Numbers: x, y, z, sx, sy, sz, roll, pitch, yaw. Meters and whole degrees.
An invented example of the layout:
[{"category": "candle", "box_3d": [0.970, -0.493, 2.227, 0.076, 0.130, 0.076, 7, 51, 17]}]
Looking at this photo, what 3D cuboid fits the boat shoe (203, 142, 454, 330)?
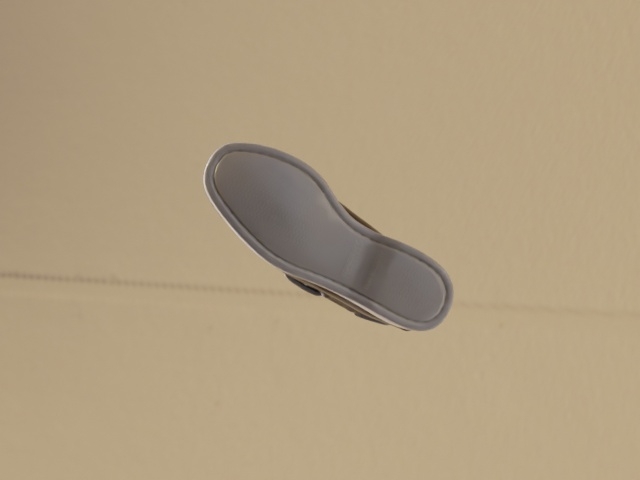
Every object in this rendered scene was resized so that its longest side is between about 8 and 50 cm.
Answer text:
[{"category": "boat shoe", "box_3d": [0.000, 0.000, 0.715, 0.125, 0.038, 0.046, 29, -103, -16]}]
